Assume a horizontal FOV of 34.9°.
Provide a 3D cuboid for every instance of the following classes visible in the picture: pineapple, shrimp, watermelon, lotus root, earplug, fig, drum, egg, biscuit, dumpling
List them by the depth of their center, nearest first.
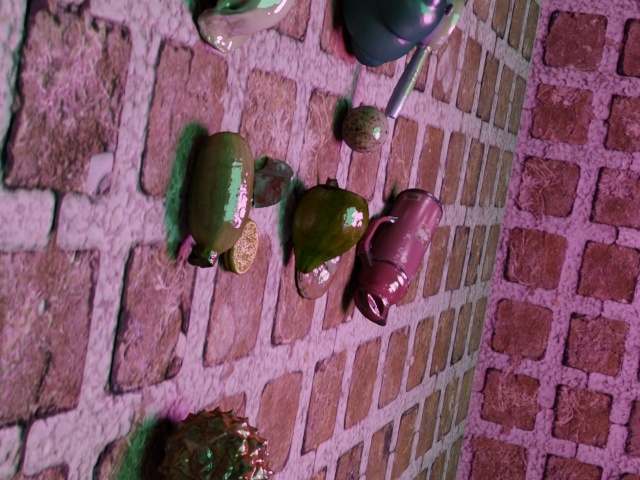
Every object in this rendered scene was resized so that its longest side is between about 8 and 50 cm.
[{"bbox_3d":[-0.079,-0.310,1.311,0.134,0.100,0.169,92,19,-67],"label":"dumpling"},{"bbox_3d":[-0.130,-0.052,1.332,0.090,0.077,0.183,17,83,-70],"label":"lotus root"},{"bbox_3d":[-0.138,0.316,1.402,0.193,0.166,0.166,63,42,-70],"label":"pineapple"},{"bbox_3d":[-0.116,0.008,1.485,0.084,0.023,0.084,13,90,-70],"label":"biscuit"},{"bbox_3d":[-0.079,-0.095,1.519,0.061,0.085,0.085,25,75,-39],"label":"watermelon"},{"bbox_3d":[0.005,-0.015,1.674,0.156,0.123,0.123,-67,160,1],"label":"fig"},{"bbox_3d":[0.139,-0.395,1.760,0.257,0.280,0.164,-15,93,-32],"label":"earplug"},{"bbox_3d":[0.000,0.000,1.774,0.126,0.047,0.223,-23,123,-55],"label":"shrimp"},{"bbox_3d":[0.081,-0.200,1.820,0.110,0.085,0.085,-56,151,-63],"label":"egg"},{"bbox_3d":[0.178,-0.344,1.859,0.253,0.049,0.130,-60,-168,11],"label":"drum"}]

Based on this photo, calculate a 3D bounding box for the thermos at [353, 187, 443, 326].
[{"bbox_3d":[0.151,0.025,2.097,0.136,0.109,0.330,83,27,-42],"label":"thermos"}]
